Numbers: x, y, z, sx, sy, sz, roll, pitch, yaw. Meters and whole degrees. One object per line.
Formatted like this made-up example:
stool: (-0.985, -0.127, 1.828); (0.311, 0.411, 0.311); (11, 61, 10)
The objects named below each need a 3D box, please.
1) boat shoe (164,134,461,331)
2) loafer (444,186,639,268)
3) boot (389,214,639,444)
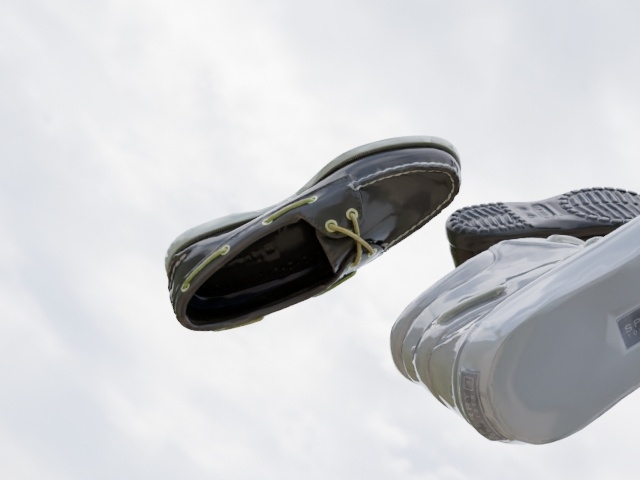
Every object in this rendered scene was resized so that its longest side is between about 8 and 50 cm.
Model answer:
boat shoe: (0.000, 0.000, 0.983); (0.069, 0.227, 0.081); (-106, 170, -57)
loafer: (0.208, 0.006, 1.192); (0.080, 0.220, 0.078); (-116, -154, -62)
boot: (0.158, 0.013, 0.720); (0.123, 0.258, 0.095); (25, -46, 65)
